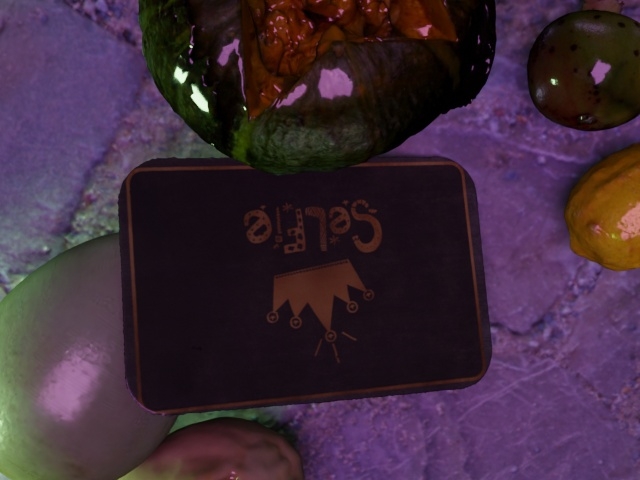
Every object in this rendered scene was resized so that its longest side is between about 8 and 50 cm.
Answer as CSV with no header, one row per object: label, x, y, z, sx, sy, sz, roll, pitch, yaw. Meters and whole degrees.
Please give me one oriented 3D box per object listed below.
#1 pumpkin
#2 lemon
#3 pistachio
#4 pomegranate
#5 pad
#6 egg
pumpkin,-0.008,-0.214,0.681,0.320,0.192,0.321,0,90,-3
lemon,0.316,-0.036,0.763,0.155,0.114,0.114,-39,99,9
pistachio,-0.153,0.317,0.851,0.299,0.187,0.187,-31,101,0
pomegranate,0.260,-0.166,0.737,0.130,0.130,0.130,1,105,4
pad,0.000,-0.001,0.735,0.375,0.063,0.315,-3,81,-17
egg,-0.234,0.120,0.791,0.218,0.218,0.295,37,98,-6
